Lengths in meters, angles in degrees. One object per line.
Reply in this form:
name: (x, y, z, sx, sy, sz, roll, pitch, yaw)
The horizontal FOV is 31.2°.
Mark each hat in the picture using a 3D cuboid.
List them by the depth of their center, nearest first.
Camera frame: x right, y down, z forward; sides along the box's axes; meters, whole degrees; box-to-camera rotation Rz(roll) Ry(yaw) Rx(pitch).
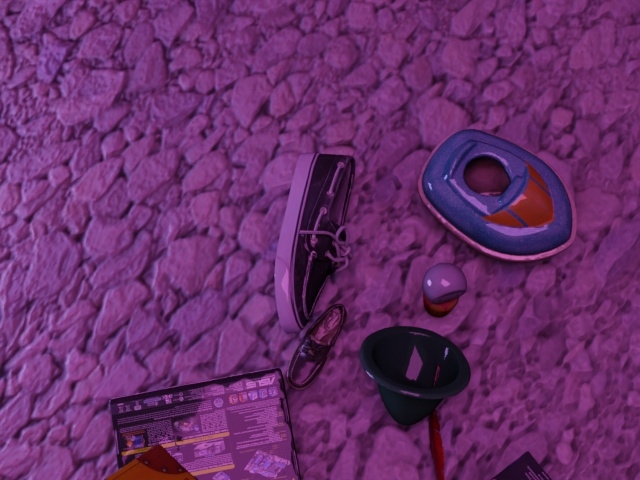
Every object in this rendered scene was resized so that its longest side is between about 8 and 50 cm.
hat: (0.133, 0.263, 1.774, 0.172, 0.184, 0.208, 7, 30, -3)

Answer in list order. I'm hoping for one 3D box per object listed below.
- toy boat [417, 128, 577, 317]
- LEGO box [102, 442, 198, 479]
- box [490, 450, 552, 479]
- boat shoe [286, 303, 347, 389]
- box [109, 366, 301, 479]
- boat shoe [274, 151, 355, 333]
toy boat: (0.255, -0.021, 1.802, 0.267, 0.148, 0.318, 29, 74, 11)
LEGO box: (-0.164, 0.580, 1.485, 0.500, 0.193, 0.372, 40, 118, 13)
box: (0.217, 0.439, 1.585, 0.270, 0.165, 0.143, -27, 70, -37)
boat shoe: (-0.007, 0.162, 1.797, 0.056, 0.049, 0.152, 26, 74, 9)
box: (-0.172, 0.324, 1.741, 0.270, 0.060, 0.216, -11, 72, -2)
boat shoe: (0.001, 0.002, 1.820, 0.104, 0.113, 0.306, 2, 61, 17)
